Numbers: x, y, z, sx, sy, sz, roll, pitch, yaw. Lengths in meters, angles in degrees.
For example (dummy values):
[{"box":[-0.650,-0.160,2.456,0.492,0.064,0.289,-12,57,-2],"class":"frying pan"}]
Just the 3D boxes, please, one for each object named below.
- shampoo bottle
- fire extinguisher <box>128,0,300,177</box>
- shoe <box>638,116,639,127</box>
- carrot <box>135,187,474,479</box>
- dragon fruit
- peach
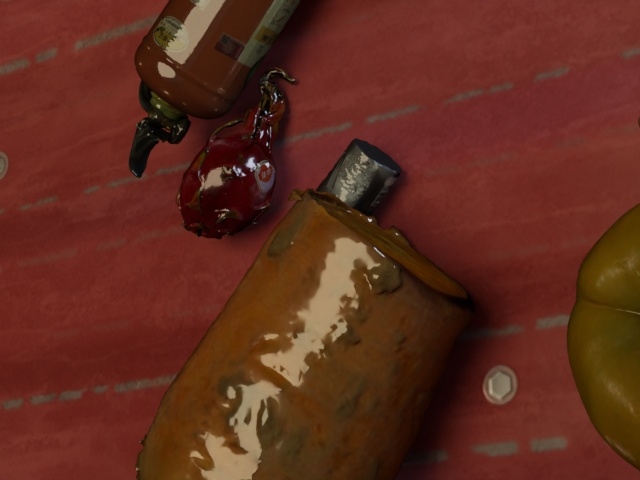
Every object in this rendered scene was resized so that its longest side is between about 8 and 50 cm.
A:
[{"box":[-0.001,0.000,1.587,0.063,0.057,0.208,46,111,26],"class":"shampoo bottle"},{"box":[-0.088,-0.238,1.677,0.113,0.200,0.376,34,98,-2],"class":"fire extinguisher"},{"box":[0.322,-0.104,1.350,0.109,0.069,0.072,-37,85,36],"class":"shoe"},{"box":[-0.016,0.146,1.471,0.224,0.224,0.341,37,98,37],"class":"carrot"},{"box":[-0.077,-0.087,1.647,0.094,0.094,0.190,25,86,38],"class":"dragon fruit"},{"box":[0.302,0.073,1.285,0.251,0.153,0.251,-27,55,45],"class":"peach"}]
